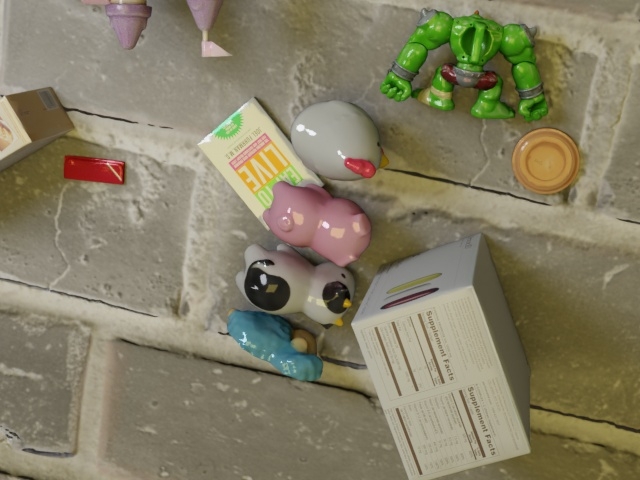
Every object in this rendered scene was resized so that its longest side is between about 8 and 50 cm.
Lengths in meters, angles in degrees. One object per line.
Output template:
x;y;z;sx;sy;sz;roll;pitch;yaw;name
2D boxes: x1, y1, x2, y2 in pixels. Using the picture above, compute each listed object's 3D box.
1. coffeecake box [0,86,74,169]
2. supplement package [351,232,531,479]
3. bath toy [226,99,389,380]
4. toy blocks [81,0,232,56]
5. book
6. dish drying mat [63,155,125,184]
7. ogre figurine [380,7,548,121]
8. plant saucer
-0.431;-0.120;1.493;0.185;0.142;0.068;-28;96;14;coffeecake box
0.154;0.131;1.388;0.145;0.262;0.204;-18;99;13;supplement package
0.000;0.000;1.441;0.151;0.129;0.348;1;119;-34;bath toy
-0.240;-0.345;1.320;0.289;0.309;0.260;4;97;9;toy blocks
-0.075;-0.099;1.497;0.096;0.035;0.144;-39;93;10;book
-0.301;-0.094;1.546;0.083;0.008;0.032;6;105;8;dish drying mat
0.182;-0.211;1.392;0.197;0.097;0.118;18;117;17;ogre figurine
0.279;-0.098;1.443;0.083;0.013;0.083;2;103;10;plant saucer
